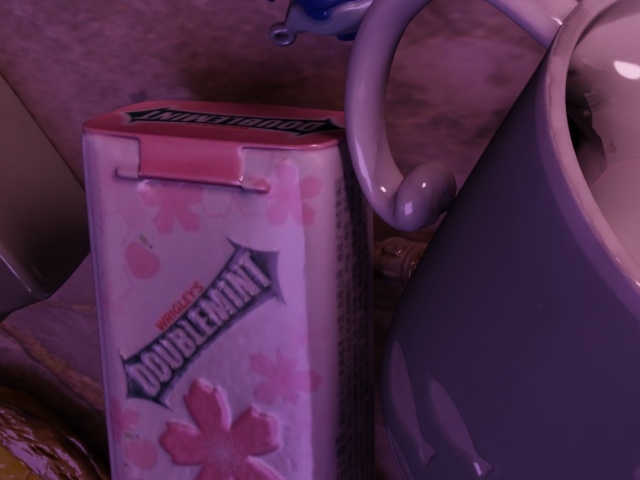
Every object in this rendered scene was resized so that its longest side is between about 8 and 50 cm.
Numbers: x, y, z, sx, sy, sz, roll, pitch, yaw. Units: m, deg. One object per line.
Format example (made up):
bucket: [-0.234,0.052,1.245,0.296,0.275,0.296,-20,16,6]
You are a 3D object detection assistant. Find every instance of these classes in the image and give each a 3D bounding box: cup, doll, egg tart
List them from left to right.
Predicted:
egg tart: [-0.330,0.255,1.291,0.278,0.095,0.279,16,137,15]
doll: [0.034,-0.162,0.659,0.096,0.070,0.195,23,145,-33]
cup: [0.141,0.013,0.616,0.356,0.259,0.274,44,142,15]

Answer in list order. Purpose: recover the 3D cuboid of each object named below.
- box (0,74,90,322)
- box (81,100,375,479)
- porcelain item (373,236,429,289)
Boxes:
box: [-0.293,-0.037,0.949,0.129,0.148,0.210,-18,116,31]
box: [-0.056,0.094,0.806,0.190,0.112,0.370,9,112,25]
porcelain item: [0.000,0.000,0.840,0.213,0.054,0.084,15,136,25]
